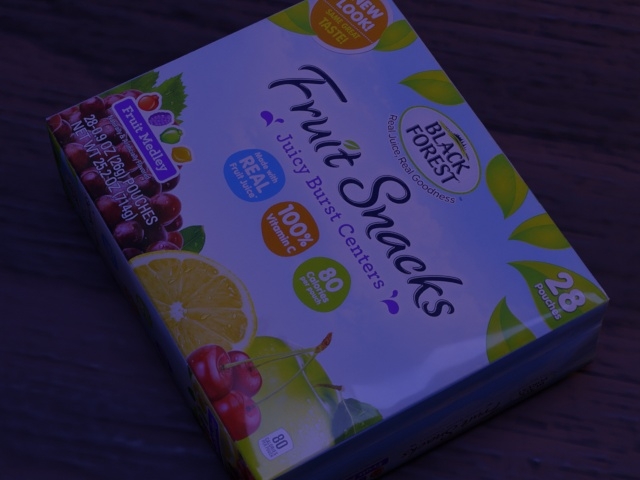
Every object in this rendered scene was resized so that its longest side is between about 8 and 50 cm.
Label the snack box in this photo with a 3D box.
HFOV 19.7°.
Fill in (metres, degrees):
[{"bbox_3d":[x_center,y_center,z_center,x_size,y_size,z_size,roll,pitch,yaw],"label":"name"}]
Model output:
[{"bbox_3d":[0.000,0.000,0.831,0.174,0.070,0.207,-26,64,-13],"label":"snack box"}]
